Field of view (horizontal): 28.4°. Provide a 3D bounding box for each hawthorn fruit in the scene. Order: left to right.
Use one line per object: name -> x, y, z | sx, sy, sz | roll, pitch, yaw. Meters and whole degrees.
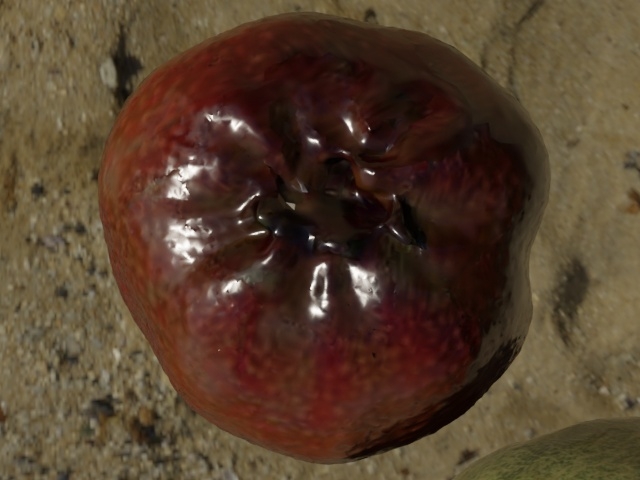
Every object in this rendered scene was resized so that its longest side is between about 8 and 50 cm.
hawthorn fruit -> 0.000, 0.000, 0.481 | 0.169, 0.188, 0.169 | 1, 82, -5

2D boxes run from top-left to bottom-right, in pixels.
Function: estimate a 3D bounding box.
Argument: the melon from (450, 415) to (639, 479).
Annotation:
melon -> 0.176, 0.220, 0.711 | 0.329, 0.248, 0.249 | 6, 117, -40
